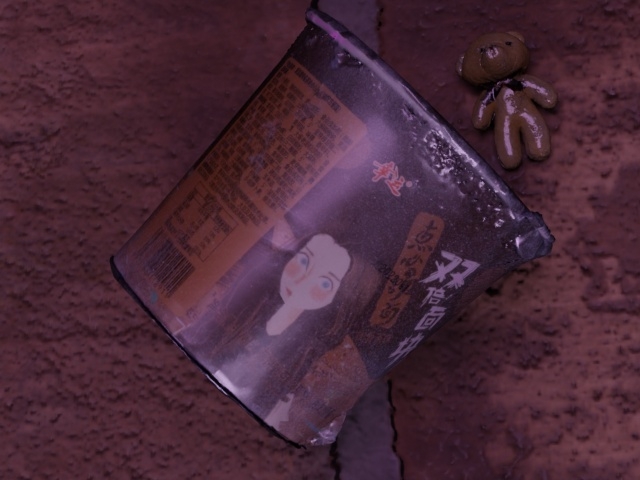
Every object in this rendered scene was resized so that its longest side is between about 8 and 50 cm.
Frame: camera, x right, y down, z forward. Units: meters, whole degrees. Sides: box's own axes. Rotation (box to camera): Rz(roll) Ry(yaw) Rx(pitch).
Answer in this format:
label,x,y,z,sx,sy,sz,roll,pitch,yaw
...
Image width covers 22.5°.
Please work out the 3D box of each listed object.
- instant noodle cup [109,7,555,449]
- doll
label,x,y,z,sx,sy,sz,roll,pitch,yaw
instant noodle cup,0.000,0.000,1.007,0.207,0.217,0.217,-44,67,1
doll,0.130,-0.099,1.107,0.062,0.051,0.093,-18,96,5
